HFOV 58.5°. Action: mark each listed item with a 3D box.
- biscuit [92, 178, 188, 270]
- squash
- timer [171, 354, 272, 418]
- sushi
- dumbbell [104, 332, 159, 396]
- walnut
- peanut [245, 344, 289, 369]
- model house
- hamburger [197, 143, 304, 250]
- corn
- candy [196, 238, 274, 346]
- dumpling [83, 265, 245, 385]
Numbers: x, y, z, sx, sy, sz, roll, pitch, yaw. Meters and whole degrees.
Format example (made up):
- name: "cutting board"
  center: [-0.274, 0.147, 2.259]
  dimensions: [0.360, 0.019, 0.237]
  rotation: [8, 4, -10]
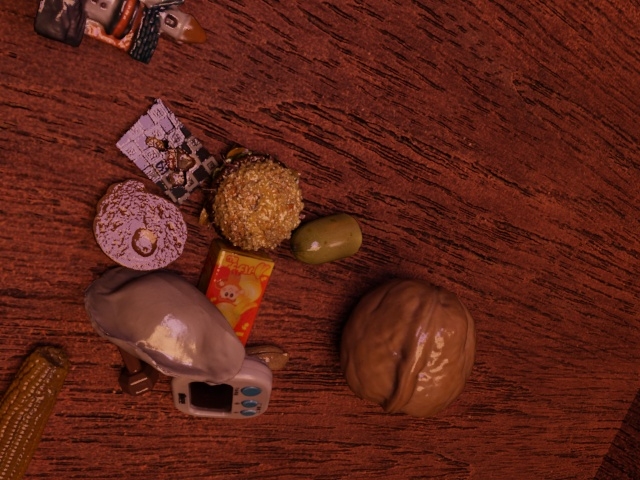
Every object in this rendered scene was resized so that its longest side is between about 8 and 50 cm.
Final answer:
- name: "biscuit"
  center: [-0.396, -0.026, 1.253]
  dimensions: [0.208, 0.049, 0.181]
  rotation: [31, 76, -27]
- name: "squash"
  center: [0.000, 0.000, 1.405]
  dimensions: [0.186, 0.123, 0.123]
  rotation: [-12, 115, -43]
- name: "timer"
  center: [-0.239, 0.354, 1.396]
  dimensions: [0.236, 0.087, 0.262]
  rotation: [7, 141, -6]
- name: "sushi"
  center: [-0.336, -0.191, 1.252]
  dimensions: [0.139, 0.031, 0.201]
  rotation: [-49, 122, -14]
- name: "dumbbell"
  center: [-0.452, 0.256, 1.335]
  dimensions: [0.092, 0.082, 0.231]
  rotation: [-20, 116, -16]
- name: "walnut"
  center: [0.234, 0.281, 1.529]
  dimensions: [0.380, 0.381, 0.382]
  rotation: [-9, 112, -22]
- name: "peanut"
  center: [-0.164, 0.315, 1.498]
  dimensions: [0.174, 0.080, 0.080]
  rotation: [-1, 109, -28]
- name: "model house"
  center: [-0.339, -0.450, 1.064]
  dimensions: [0.300, 0.190, 0.272]
  rotation: [20, 98, -31]
- name: "hamburger"
  center: [-0.152, -0.091, 1.313]
  dimensions: [0.261, 0.138, 0.243]
  rotation: [17, 101, -30]
- name: "corn"
  center: [-0.668, 0.402, 1.272]
  dimensions: [0.120, 0.120, 0.364]
  rotation: [25, 93, -30]
- name: "candy"
  center: [-0.229, 0.147, 1.395]
  dimensions: [0.146, 0.088, 0.276]
  rotation: [13, 103, -29]
- name: "dumpling"
  center: [-0.334, 0.189, 1.215]
  dimensions: [0.181, 0.260, 0.341]
  rotation: [-29, 97, 22]
